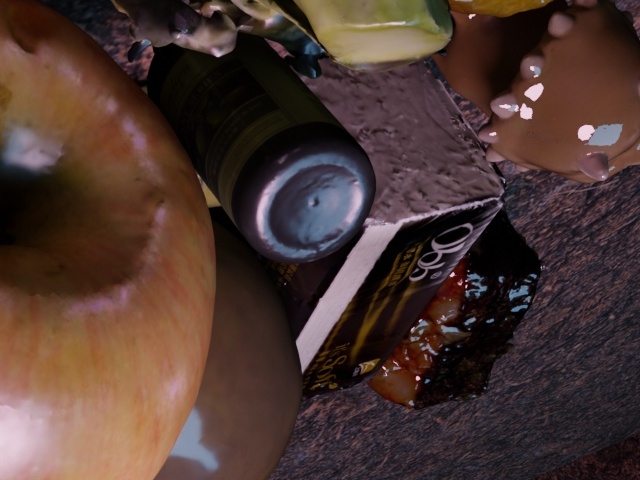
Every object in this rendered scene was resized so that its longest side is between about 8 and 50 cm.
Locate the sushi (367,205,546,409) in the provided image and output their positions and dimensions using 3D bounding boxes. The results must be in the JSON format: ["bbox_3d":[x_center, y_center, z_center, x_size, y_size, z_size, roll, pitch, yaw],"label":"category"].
[{"bbox_3d":[0.138,0.079,1.955,0.181,0.196,0.343,1,142,-20],"label":"sushi"}]

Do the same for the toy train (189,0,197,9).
[{"bbox_3d":[-0.065,-0.216,1.231,0.093,0.038,0.056,-29,152,-1],"label":"toy train"}]

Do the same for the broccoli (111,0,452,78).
[{"bbox_3d":[-0.016,-0.253,0.988,0.324,0.272,0.334,10,165,6],"label":"broccoli"}]

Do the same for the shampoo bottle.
[{"bbox_3d":[-0.062,-0.097,1.133,0.101,0.284,0.101,-15,129,-20],"label":"shampoo bottle"}]

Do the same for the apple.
[{"bbox_3d":[-0.263,0.036,1.064,0.391,0.392,0.346,-11,163,-39],"label":"apple"}]

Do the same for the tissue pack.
[{"bbox_3d":[0.000,0.000,1.552,0.198,0.210,0.370,-19,157,-33],"label":"tissue pack"}]

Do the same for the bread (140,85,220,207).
[{"bbox_3d":[-0.113,-0.079,1.354,0.156,0.117,0.064,-2,143,-49],"label":"bread"}]

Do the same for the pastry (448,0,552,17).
[{"bbox_3d":[0.162,-0.288,1.230,0.240,0.132,0.235,-12,153,-39],"label":"pastry"}]

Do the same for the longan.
[{"bbox_3d":[-0.200,0.118,1.393,0.361,0.361,0.361,-25,158,-11],"label":"longan"}]

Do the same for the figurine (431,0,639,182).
[{"bbox_3d":[0.197,-0.154,1.375,0.177,0.247,0.173,-35,170,11],"label":"figurine"}]
